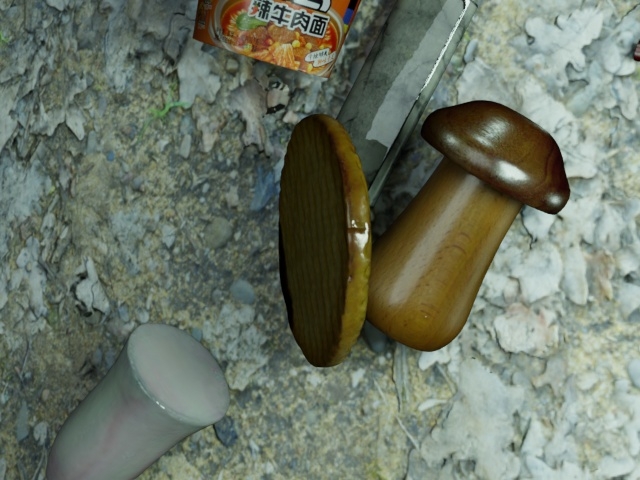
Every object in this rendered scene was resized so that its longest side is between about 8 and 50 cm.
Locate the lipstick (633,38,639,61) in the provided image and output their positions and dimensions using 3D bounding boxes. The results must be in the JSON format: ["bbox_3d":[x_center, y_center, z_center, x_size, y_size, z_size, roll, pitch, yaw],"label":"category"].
[{"bbox_3d":[0.448,-0.198,1.073,0.176,0.027,0.027,21,93,28],"label":"lipstick"}]

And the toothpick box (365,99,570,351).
[{"bbox_3d":[0.163,-0.022,1.120,0.192,0.192,0.294,40,109,27],"label":"toothpick box"}]

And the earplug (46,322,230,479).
[{"bbox_3d":[-0.289,0.274,1.351,0.301,0.172,0.172,-44,65,25],"label":"earplug"}]

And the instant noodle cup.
[{"bbox_3d":[-0.052,-0.336,1.259,0.250,0.250,0.192,23,103,30],"label":"instant noodle cup"}]

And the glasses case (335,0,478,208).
[{"bbox_3d":[0.092,-0.197,1.249,0.114,0.060,0.299,32,98,34],"label":"glasses case"}]

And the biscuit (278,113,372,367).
[{"bbox_3d":[0.000,0.000,1.173,0.318,0.040,0.318,177,90,-73],"label":"biscuit"}]
